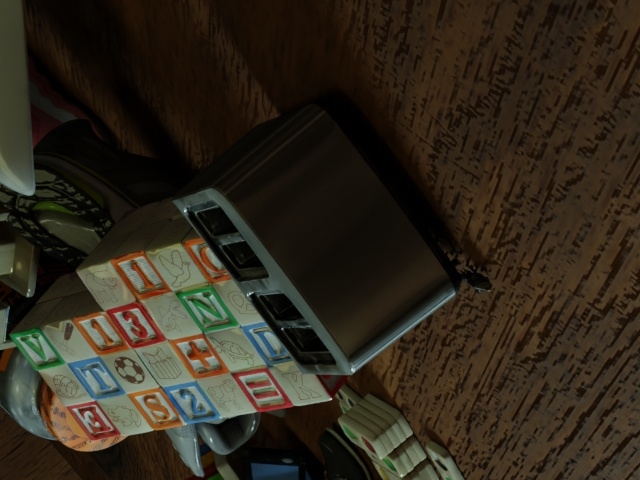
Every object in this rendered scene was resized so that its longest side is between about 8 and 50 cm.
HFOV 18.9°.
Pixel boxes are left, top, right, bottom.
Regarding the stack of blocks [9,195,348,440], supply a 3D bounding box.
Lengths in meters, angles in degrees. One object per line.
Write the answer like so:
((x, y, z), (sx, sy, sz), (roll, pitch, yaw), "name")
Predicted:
((-0.122, 0.061, 1.603), (0.297, 0.087, 0.171), (-15, 117, 42), "stack of blocks")

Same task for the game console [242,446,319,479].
((-0.033, 0.278, 2.093), (0.107, 0.071, 0.122), (4, 155, 1), "game console")

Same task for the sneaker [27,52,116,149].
((-0.305, -0.097, 1.900), (0.314, 0.136, 0.116), (47, 165, 14), "sneaker")

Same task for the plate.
((-0.316, -0.189, 1.660), (0.277, 0.045, 0.278), (20, 114, 62), "plate")

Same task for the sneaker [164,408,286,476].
((-0.155, 0.157, 2.041), (0.210, 0.137, 0.366), (50, 161, 14), "sneaker")

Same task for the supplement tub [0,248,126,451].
((-0.345, 0.120, 2.383), (0.316, 0.193, 0.193), (35, 157, 43), "supplement tub")

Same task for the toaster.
((0.000, 0.000, 1.330), (0.168, 0.110, 0.186), (53, 164, -9), "toaster")

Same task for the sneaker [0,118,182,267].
((-0.141, -0.005, 1.733), (0.300, 0.121, 0.111), (40, 133, -20), "sneaker")

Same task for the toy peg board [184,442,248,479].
((-0.104, 0.304, 2.243), (0.161, 0.079, 0.160), (57, -176, -18), "toy peg board")

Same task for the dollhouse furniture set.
((-0.392, -0.015, 2.260), (0.242, 0.161, 0.212), (27, 116, 38), "dollhouse furniture set")

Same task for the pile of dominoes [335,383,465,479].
((0.090, 0.244, 1.749), (0.196, 0.040, 0.251), (26, 150, 56), "pile of dominoes")

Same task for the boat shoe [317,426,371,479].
((0.026, 0.240, 1.915), (0.049, 0.042, 0.133), (35, 156, 49), "boat shoe")
